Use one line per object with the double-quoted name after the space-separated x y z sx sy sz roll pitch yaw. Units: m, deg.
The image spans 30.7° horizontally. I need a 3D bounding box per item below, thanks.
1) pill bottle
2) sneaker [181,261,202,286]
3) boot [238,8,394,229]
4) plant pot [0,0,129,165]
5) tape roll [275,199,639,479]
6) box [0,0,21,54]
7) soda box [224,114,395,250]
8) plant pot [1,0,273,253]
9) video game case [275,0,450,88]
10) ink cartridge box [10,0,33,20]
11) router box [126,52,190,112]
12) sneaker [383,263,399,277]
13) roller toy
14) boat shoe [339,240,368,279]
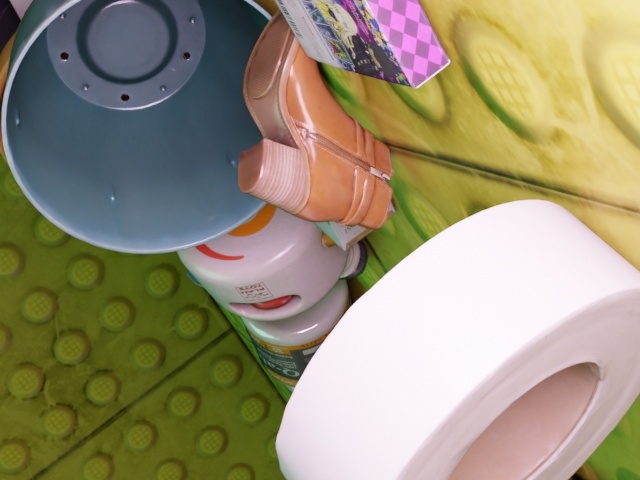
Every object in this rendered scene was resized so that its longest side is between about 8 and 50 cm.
-0.024 0.129 1.739 0.162 0.162 0.278 47 167 27 "pill bottle"
-0.161 -0.081 1.685 0.182 0.127 0.315 -6 104 70 "sneaker"
0.006 -0.110 1.075 0.152 0.197 0.073 16 168 -33 "boot"
-0.290 -0.218 1.541 0.203 0.291 0.291 -113 -3 -49 "plant pot"
0.112 0.110 0.821 0.100 0.286 0.286 46 167 32 "tape roll"
-0.493 -0.335 1.667 0.097 0.395 0.318 -29 109 38 "box"
-0.014 -0.083 1.272 0.216 0.074 0.069 43 165 41 "soda box"
-0.183 -0.169 1.203 0.293 0.293 0.235 61 -179 -34 "plant pot"
-0.013 -0.232 0.885 0.232 0.042 0.210 58 169 -24 "video game case"
-0.407 -0.453 1.522 0.273 0.114 0.197 80 167 -65 "ink cartridge box"
-0.160 -0.189 1.386 0.179 0.133 0.046 55 168 -8 "router box"
0.130 0.127 1.313 0.090 0.081 0.232 50 169 46 "sneaker"
-0.070 -0.012 1.382 0.209 0.191 0.146 36 169 32 "roller toy"
0.000 0.000 1.525 0.079 0.084 0.233 15 -176 -33 "boat shoe"
